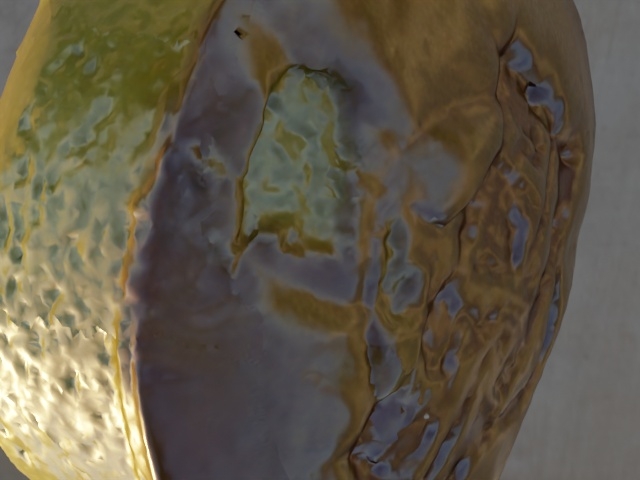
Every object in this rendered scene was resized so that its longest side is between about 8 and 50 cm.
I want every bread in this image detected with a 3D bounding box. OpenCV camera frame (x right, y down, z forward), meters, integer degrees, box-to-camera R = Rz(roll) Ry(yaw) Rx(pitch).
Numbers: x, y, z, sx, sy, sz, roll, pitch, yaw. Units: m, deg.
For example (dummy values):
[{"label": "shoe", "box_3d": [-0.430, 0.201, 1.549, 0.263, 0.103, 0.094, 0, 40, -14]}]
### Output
[{"label": "bread", "box_3d": [0.000, 0.000, 0.583, 0.148, 0.270, 0.270, 13, 135, 36]}]
